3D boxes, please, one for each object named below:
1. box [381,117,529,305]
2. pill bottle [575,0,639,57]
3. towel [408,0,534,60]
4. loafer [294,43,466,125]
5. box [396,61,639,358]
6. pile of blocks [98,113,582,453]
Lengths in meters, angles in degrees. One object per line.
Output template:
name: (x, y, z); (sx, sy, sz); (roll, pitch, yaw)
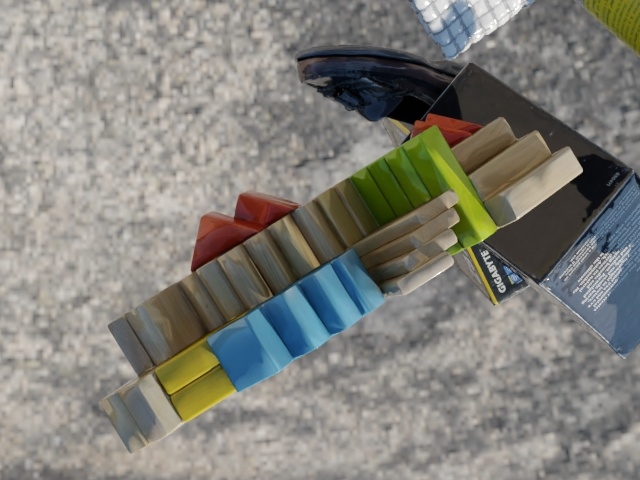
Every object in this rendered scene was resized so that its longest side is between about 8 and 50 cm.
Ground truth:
box: (0.210, -0.078, 2.251); (0.079, 0.257, 0.322); (-29, 111, -4)
pill bottle: (0.434, -0.284, 1.623); (0.188, 0.334, 0.188); (-35, 157, -17)
towel: (0.148, -0.364, 1.420); (0.235, 0.121, 0.284); (-36, 126, 3)
loafer: (0.093, -0.187, 1.764); (0.302, 0.095, 0.109); (2, 177, -44)
box: (0.291, -0.038, 1.780); (0.183, 0.296, 0.294); (-50, 142, 2)
pile of blocks: (0.000, 0.000, 0.941); (0.362, 0.113, 0.149); (-32, -178, -14)
